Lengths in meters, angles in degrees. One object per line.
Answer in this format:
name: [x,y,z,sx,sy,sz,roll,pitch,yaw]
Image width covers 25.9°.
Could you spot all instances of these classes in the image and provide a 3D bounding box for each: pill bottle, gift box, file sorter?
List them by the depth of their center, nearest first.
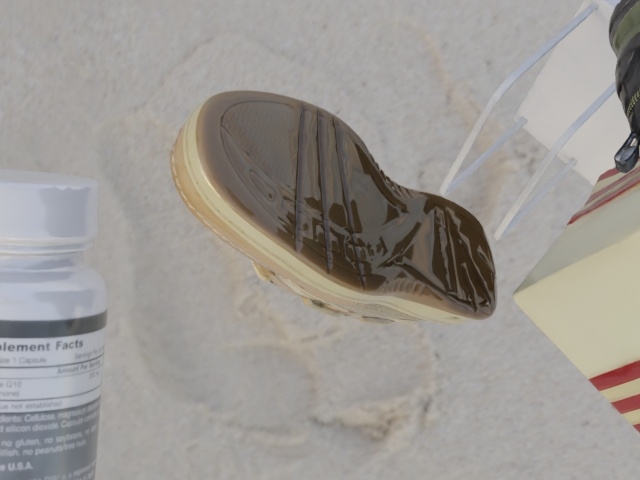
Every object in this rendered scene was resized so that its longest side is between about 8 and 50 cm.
gift box: [0.337,0.016,0.920,0.276,0.258,0.255,41,61,-6]
pill bottle: [-0.235,0.094,0.982,0.161,0.161,0.283,2,96,-21]
file sorter: [0.276,-0.044,1.242,0.277,0.193,0.173,40,57,11]

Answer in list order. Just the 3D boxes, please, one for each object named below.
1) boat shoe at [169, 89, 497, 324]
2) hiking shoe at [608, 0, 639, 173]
boat shoe: [0.000,0.000,0.974,0.341,0.110,0.122,29,54,-49]
hiking shoe: [0.257,-0.075,0.681,0.226,0.086,0.114,-4,61,20]
